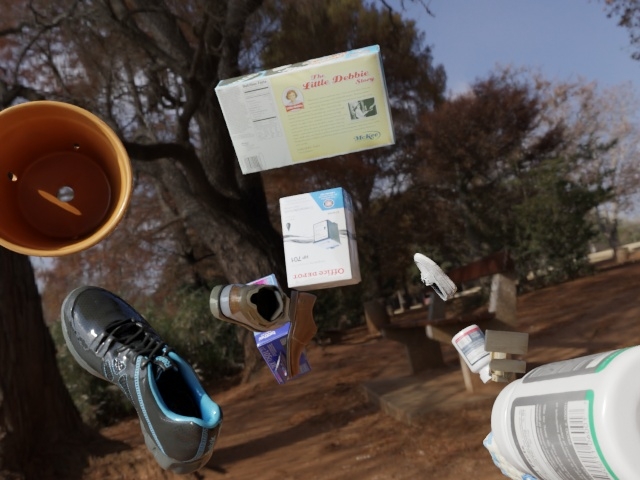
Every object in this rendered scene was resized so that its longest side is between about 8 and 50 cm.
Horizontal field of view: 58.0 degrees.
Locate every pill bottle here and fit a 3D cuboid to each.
[{"bbox_3d":[0.542,0.390,1.972,0.108,0.180,0.108,-24,-29,-14],"label":"pill bottle"},{"bbox_3d":[0.411,0.277,0.867,0.204,0.204,0.361,-8,-16,-11],"label":"pill bottle"}]

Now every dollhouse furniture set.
[{"bbox_3d":[0.477,0.317,1.607,0.123,0.144,0.151,7,-4,-13],"label":"dollhouse furniture set"}]

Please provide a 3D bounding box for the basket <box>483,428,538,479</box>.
[{"bbox_3d":[0.578,0.497,1.422,0.255,0.201,0.289,-41,11,-28],"label":"basket"}]

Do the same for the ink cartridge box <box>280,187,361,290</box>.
[{"bbox_3d":[0.000,0.000,1.199,0.140,0.190,0.082,-10,-13,15],"label":"ink cartridge box"}]

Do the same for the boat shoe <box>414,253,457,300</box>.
[{"bbox_3d":[0.362,0.120,1.873,0.063,0.184,0.066,-49,18,-15],"label":"boat shoe"}]

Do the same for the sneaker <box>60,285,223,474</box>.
[{"bbox_3d":[-0.262,0.179,0.872,0.125,0.341,0.139,-32,-19,-44],"label":"sneaker"}]

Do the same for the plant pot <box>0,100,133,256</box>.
[{"bbox_3d":[-0.520,-0.106,1.149,0.291,0.291,0.203,-8,-3,-15],"label":"plant pot"}]

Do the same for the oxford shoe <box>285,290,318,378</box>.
[{"bbox_3d":[-0.045,0.229,1.382,0.076,0.212,0.076,7,5,-6],"label":"oxford shoe"}]

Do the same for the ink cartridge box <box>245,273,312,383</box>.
[{"bbox_3d":[-0.164,0.363,2.251,0.151,0.395,0.270,-24,-49,-2],"label":"ink cartridge box"}]

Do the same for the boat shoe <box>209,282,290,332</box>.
[{"bbox_3d":[-0.132,0.162,1.378,0.103,0.113,0.302,-6,-11,26],"label":"boat shoe"}]

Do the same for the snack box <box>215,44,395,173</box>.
[{"bbox_3d":[-0.025,-0.254,1.145,0.322,0.187,0.060,-10,30,9],"label":"snack box"}]
